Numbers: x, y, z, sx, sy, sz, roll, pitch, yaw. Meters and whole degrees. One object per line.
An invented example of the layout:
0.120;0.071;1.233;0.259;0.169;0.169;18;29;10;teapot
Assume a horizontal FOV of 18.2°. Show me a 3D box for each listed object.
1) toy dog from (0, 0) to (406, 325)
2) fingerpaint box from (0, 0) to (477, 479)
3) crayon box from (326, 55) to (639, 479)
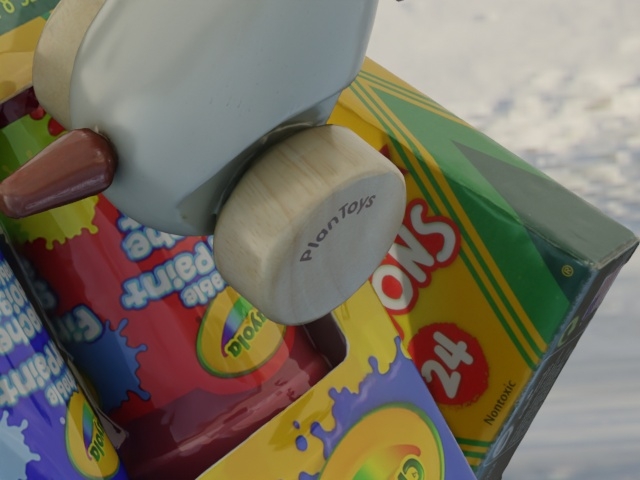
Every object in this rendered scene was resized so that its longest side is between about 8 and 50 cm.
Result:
-0.037;-0.119;0.749;0.220;0.333;0.161;18;-155;34;toy dog
-0.173;0.096;0.923;0.445;0.371;0.163;-34;-170;-40;fingerpaint box
0.000;0.000;1.178;0.318;0.202;0.081;34;-153;17;crayon box
